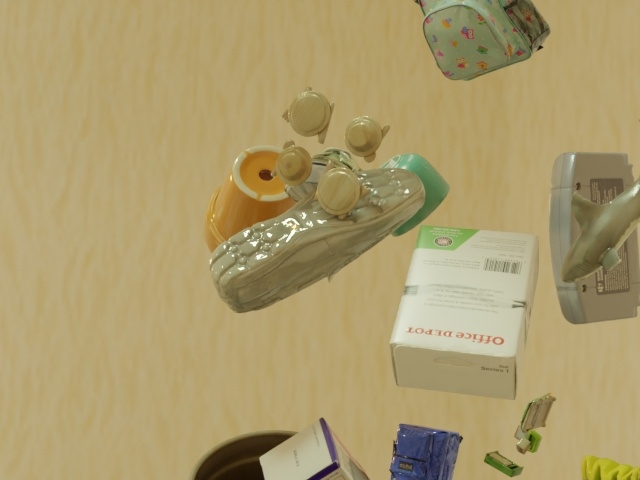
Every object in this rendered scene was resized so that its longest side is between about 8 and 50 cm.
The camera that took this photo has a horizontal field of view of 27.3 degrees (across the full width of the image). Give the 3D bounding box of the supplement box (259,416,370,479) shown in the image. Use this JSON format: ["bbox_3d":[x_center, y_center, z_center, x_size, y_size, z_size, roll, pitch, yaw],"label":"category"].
[{"bbox_3d":[0.024,0.372,1.811,0.114,0.220,0.111,-33,26,6],"label":"supplement box"}]

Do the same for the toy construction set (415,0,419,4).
[{"bbox_3d":[0.178,-0.519,2.212,0.328,0.215,0.151,-35,-4,1],"label":"toy construction set"}]

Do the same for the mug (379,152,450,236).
[{"bbox_3d":[0.129,-0.080,2.226,0.097,0.129,0.158,48,-45,-12],"label":"mug"}]

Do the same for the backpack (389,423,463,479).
[{"bbox_3d":[0.156,0.356,2.099,0.098,0.120,0.101,6,-6,37],"label":"backpack"}]

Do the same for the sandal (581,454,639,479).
[{"bbox_3d":[0.446,0.384,1.831,0.126,0.138,0.317,29,-14,-9],"label":"sandal"}]

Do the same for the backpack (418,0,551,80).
[{"bbox_3d":[0.240,-0.352,2.057,0.166,0.188,0.144,-13,19,47],"label":"backpack"}]

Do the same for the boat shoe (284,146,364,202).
[{"bbox_3d":[0.013,-0.094,1.996,0.109,0.094,0.302,14,-6,6],"label":"boat shoe"}]

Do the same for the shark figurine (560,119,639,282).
[{"bbox_3d":[0.447,-0.058,2.026,0.116,0.278,0.166,36,2,-2],"label":"shark figurine"}]

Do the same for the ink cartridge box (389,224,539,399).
[{"bbox_3d":[0.189,0.090,1.701,0.160,0.219,0.092,6,-44,15],"label":"ink cartridge box"}]

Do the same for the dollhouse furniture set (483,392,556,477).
[{"bbox_3d":[0.330,0.313,2.197,0.059,0.151,0.076,29,20,35],"label":"dollhouse furniture set"}]

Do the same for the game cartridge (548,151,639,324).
[{"bbox_3d":[0.473,-0.006,2.277,0.060,0.294,0.196,-4,-2,44],"label":"game cartridge"}]

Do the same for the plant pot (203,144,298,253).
[{"bbox_3d":[-0.105,-0.068,2.413,0.205,0.205,0.188,3,-36,-7],"label":"plant pot"}]

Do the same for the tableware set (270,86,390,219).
[{"bbox_3d":[0.008,-0.119,1.785,0.169,0.141,0.020,30,9,25],"label":"tableware set"}]

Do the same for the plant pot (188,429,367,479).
[{"bbox_3d":[-0.082,0.546,2.350,0.323,0.280,0.323,5,31,-3],"label":"plant pot"}]

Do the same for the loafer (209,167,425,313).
[{"bbox_3d":[0.000,0.000,1.829,0.319,0.112,0.111,-25,-41,-5],"label":"loafer"}]
